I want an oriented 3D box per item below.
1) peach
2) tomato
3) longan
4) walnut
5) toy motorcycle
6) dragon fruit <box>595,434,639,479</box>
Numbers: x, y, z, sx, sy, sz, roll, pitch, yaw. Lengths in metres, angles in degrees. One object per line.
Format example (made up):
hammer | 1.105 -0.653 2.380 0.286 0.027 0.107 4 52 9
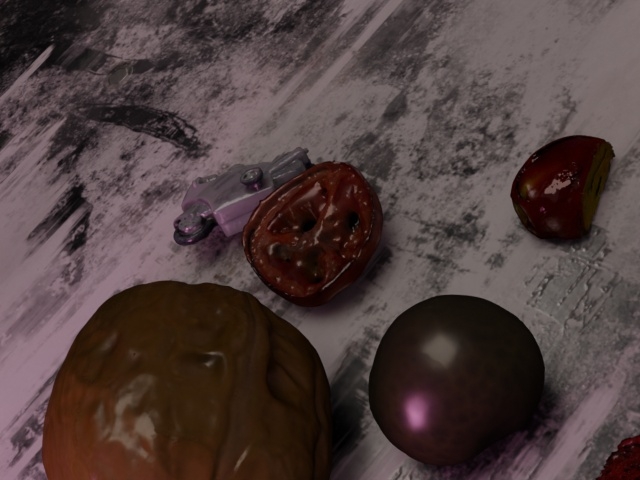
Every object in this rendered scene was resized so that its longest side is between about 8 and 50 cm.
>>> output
peach | 0.334 -0.083 1.448 0.172 0.092 0.127 -47 41 -8
tomato | 0.000 0.002 1.587 0.228 0.101 0.228 -17 53 24
longan | 0.159 0.164 1.276 0.212 0.198 0.198 -49 41 15
walnut | -0.152 0.225 1.300 0.308 0.354 0.397 -44 32 30
toy motorcycle | -0.127 -0.080 1.739 0.260 0.110 0.171 -26 32 3
dragon fruit | 0.352 0.282 1.099 0.121 0.127 0.161 -18 18 39
